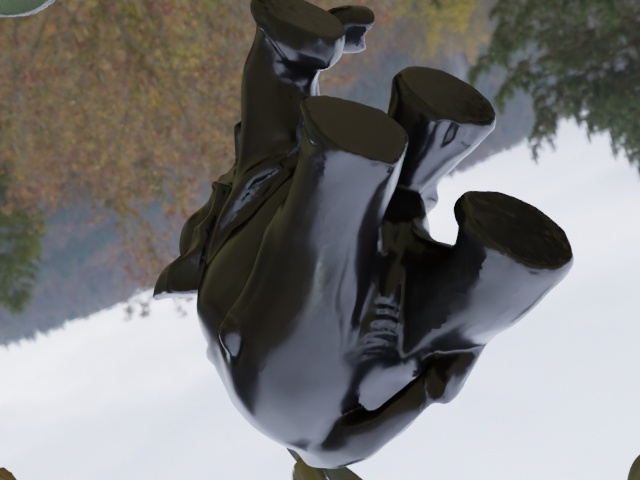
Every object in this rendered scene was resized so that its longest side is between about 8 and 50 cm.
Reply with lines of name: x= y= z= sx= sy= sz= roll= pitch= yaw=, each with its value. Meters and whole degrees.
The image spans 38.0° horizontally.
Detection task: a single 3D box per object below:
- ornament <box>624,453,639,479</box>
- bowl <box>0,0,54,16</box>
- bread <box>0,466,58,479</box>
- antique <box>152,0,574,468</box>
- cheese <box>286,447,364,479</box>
ornament: x=0.531 y=0.314 z=1.354 sx=0.061 sy=0.230 sz=0.245 roll=6 pitch=180 yaw=-21
bowl: x=-0.401 y=-0.380 z=1.115 sx=0.211 sy=0.211 sz=0.112 roll=-16 pitch=-129 yaw=28
bread: x=-0.354 y=0.253 z=0.662 sx=0.183 sy=0.236 sz=0.388 roll=23 pitch=171 yaw=31
antique: x=0.000 y=0.000 z=0.645 sx=0.185 sy=0.255 sz=0.322 roll=6 pitch=-140 yaw=-24
cheese: x=-0.001 y=0.219 z=0.865 sx=0.037 sy=0.097 sz=0.192 roll=-61 pitch=-146 yaw=5
